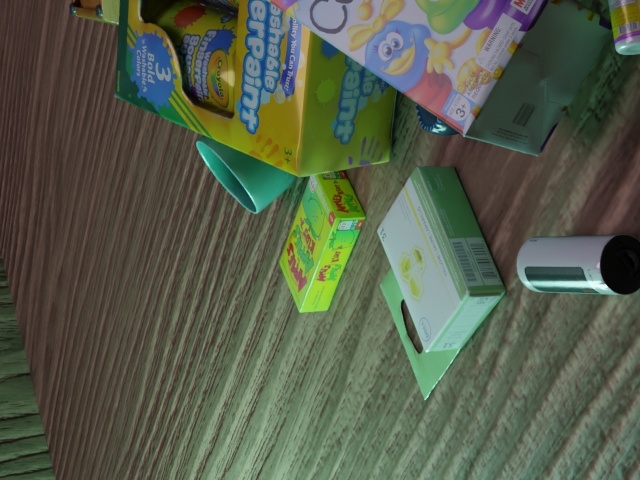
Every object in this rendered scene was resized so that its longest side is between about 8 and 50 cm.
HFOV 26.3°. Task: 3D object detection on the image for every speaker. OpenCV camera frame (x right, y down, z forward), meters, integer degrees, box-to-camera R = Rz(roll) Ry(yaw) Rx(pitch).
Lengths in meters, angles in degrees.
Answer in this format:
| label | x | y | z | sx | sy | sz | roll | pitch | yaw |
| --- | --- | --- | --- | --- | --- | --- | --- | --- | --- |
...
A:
| label | x | y | z | sx | sy | sz | roll | pitch | yaw |
| --- | --- | --- | --- | --- | --- | --- | --- | --- | --- |
| speaker | 0.238 | 0.022 | 1.254 | 0.136 | 0.055 | 0.055 | 179 | 87 | -65 |

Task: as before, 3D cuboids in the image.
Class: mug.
| label | x | y | z | sx | sy | sz | roll | pitch | yaw |
| --- | --- | --- | --- | --- | --- | --- | --- | --- | --- |
| mug | -0.097 | -0.125 | 1.874 | 0.129 | 0.097 | 0.157 | 40 | 165 | 40 |

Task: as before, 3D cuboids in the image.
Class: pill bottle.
| label | x | y | z | sx | sy | sz | roll | pitch | yaw |
| --- | --- | --- | --- | --- | --- | --- | --- | --- | --- |
| pill bottle | 0.268 | -0.204 | 1.171 | 0.043 | 0.043 | 0.083 | 157 | 108 | -64 |

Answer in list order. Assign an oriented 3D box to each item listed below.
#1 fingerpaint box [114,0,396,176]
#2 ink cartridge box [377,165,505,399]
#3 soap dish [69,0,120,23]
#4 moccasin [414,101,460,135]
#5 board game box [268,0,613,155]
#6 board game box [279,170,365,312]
| label | x | y | z | sx | sy | sz | roll | pitch | yaw |
| --- | --- | --- | --- | --- | --- | --- | --- | --- | --- |
| fingerpaint box | -0.073 | -0.343 | 1.637 | 0.371 | 0.163 | 0.444 | 26 | 118 | 41 |
| ink cartridge box | 0.113 | 0.053 | 1.540 | 0.235 | 0.056 | 0.171 | -60 | 41 | 48 |
| soap dish | -0.369 | -0.512 | 2.394 | 0.229 | 0.118 | 0.290 | 24 | 122 | 60 |
| moccasin | 0.097 | -0.278 | 1.448 | 0.138 | 0.117 | 0.342 | 164 | 101 | -65 |
| board game box | 0.103 | -0.214 | 1.263 | 0.275 | 0.144 | 0.142 | 38 | 108 | 31 |
| board game box | 0.000 | 0.000 | 1.791 | 0.181 | 0.043 | 0.092 | 111 | 146 | -43 |
